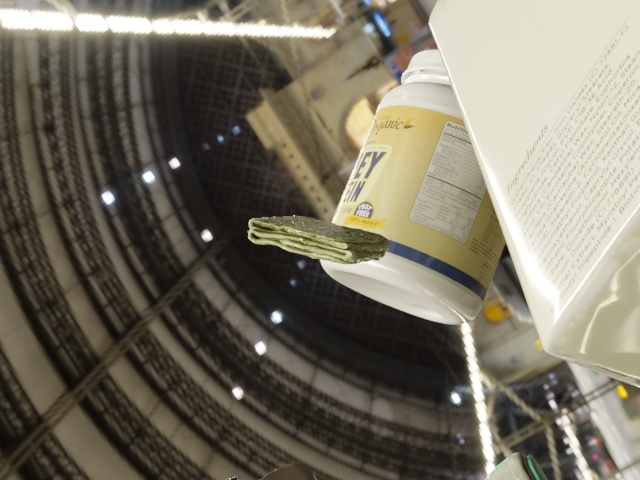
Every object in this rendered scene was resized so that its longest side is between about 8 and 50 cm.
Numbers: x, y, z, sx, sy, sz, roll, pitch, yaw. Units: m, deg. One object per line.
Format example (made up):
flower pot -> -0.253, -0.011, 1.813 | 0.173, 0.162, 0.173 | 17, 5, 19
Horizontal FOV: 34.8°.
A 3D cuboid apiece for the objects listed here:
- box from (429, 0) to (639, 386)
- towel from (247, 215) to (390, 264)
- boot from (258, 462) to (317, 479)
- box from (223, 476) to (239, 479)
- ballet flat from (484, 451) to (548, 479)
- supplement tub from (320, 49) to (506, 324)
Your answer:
box -> 0.125, -0.066, 0.428 | 0.094, 0.113, 0.275 | 19, -147, -16
towel -> 0.000, 0.000, 0.972 | 0.148, 0.110, 0.027 | -11, -65, -71
boot -> -0.027, 0.154, 0.454 | 0.114, 0.106, 0.037 | 62, -176, -46
box -> -0.119, 0.359, 1.138 | 0.180, 0.077, 0.147 | 123, 129, -63
ballet flat -> 0.245, 0.317, 1.050 | 0.213, 0.068, 0.072 | 54, -169, 4
supplement tub -> 0.153, -0.069, 1.362 | 0.228, 0.316, 0.228 | 22, 170, 4
